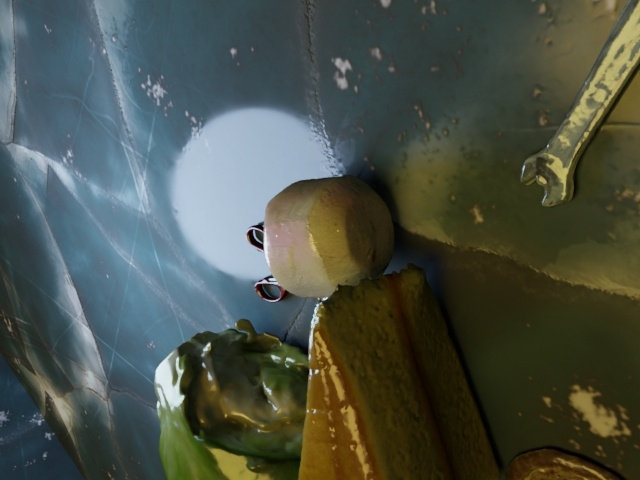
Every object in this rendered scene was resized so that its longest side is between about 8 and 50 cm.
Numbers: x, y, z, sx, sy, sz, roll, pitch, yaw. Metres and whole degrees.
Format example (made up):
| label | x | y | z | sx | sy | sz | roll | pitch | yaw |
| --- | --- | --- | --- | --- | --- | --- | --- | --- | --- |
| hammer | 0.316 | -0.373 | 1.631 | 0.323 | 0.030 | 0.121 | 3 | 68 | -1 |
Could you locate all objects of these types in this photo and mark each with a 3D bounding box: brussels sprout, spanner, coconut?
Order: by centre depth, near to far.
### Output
| label | x | y | z | sx | sy | sz | roll | pitch | yaw |
| --- | --- | --- | --- | --- | --- | --- | --- | --- | --- |
| spanner | 0.268 | -0.158 | 0.526 | 0.071 | 0.017 | 0.302 | 39 | 133 | 24 |
| coconut | 0.000 | 0.000 | 0.767 | 0.183 | 0.171 | 0.171 | -9 | 104 | 44 |
| brussels sprout | -0.128 | 0.335 | 0.983 | 0.371 | 0.276 | 0.315 | 40 | 130 | 23 |

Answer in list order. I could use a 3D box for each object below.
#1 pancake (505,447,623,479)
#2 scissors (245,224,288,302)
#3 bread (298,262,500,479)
| label | x | y | z | sx | sy | sz | roll | pitch | yaw |
| --- | --- | --- | --- | --- | --- | --- | --- | --- | --- |
| pancake | 0.322 | 0.355 | 0.741 | 0.184 | 0.020 | 0.191 | -4 | 108 | 44 |
| scissors | -0.025 | 0.056 | 0.929 | 0.247 | 0.017 | 0.144 | 12 | 119 | 39 |
| bread | 0.060 | 0.216 | 0.776 | 0.245 | 0.233 | 0.362 | -12 | 98 | 48 |
